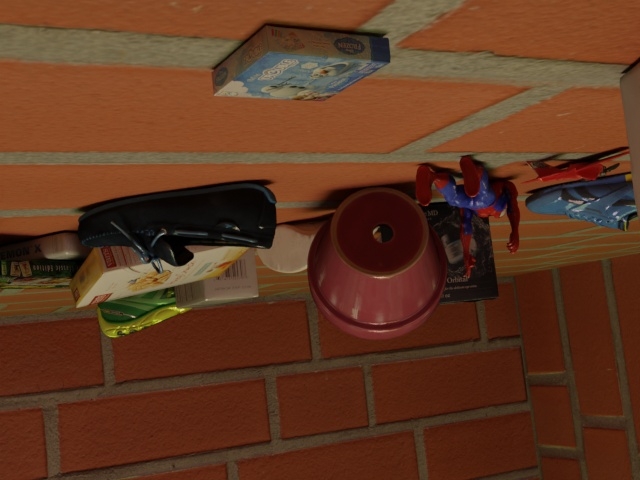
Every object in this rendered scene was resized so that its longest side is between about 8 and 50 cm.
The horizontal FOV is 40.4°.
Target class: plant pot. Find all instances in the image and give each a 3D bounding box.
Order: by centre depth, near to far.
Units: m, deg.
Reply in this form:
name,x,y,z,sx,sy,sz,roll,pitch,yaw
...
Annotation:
name,x,y,z,sx,sy,sz,roll,pitch,yaw
plant pot,0.079,0.020,1.204,0.201,0.201,0.180,-6,158,0

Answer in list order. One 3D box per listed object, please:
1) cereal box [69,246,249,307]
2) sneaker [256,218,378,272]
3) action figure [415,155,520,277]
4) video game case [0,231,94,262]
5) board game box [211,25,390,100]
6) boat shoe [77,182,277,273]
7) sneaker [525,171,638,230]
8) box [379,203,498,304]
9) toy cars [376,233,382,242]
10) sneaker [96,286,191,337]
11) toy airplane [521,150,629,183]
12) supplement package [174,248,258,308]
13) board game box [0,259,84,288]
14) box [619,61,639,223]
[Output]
name,x,y,z,sx,sy,sz,roll,pitch,yaw
cereal box,-0.232,0.033,1.280,0.240,0.047,0.173,-13,167,-31
sneaker,0.000,0.000,1.410,0.212,0.080,0.094,-11,-176,29
action figure,0.206,-0.023,1.138,0.091,0.139,0.280,-8,176,24
video game case,-0.404,0.031,1.438,0.300,0.036,0.329,-10,173,29
board game box,-0.015,-0.116,0.585,0.090,0.020,0.090,-1,172,-29
boat shoe,-0.180,-0.010,1.049,0.258,0.089,0.109,-9,173,22
sneaker,0.413,-0.050,1.307,0.209,0.082,0.069,-8,175,27
box,0.187,0.025,1.389,0.156,0.158,0.093,-5,174,-15
toy cars,0.138,0.024,1.700,0.176,0.087,0.393,-10,171,-10
sneaker,-0.304,0.089,1.726,0.296,0.123,0.109,-24,-177,-28
toy airplane,0.320,-0.088,1.108,0.151,0.028,0.151,-6,175,-1
supplement package,-0.199,0.066,1.618,0.105,0.105,0.179,-4,173,-26
board game box,-0.419,0.053,1.317,0.136,0.030,0.260,-8,174,31
box,0.345,-0.061,0.553,0.168,0.215,0.345,-6,174,-2
